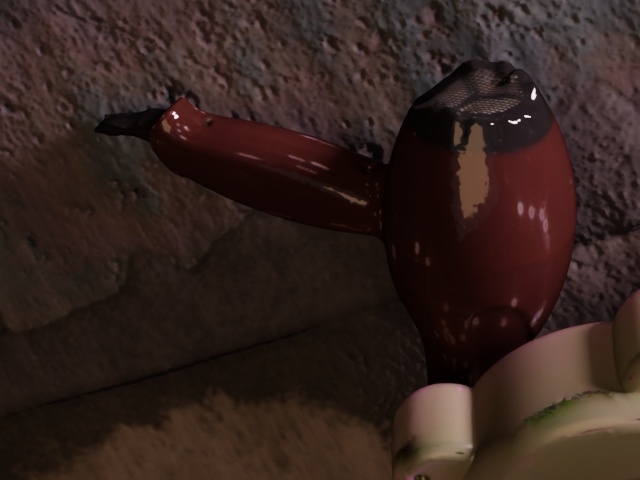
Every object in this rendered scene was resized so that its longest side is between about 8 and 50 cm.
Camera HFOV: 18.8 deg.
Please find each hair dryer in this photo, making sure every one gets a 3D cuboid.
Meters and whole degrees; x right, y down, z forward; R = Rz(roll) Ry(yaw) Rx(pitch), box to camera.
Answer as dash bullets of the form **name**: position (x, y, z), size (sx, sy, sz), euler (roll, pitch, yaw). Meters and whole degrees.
- **hair dryer**: position (0.000, 0.000, 1.297), size (0.340, 0.123, 0.313), euler (17, 129, 18)

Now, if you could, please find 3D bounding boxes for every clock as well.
- **clock**: position (0.214, 0.170, 1.254), size (0.284, 0.114, 0.309), euler (-26, 127, 25)
